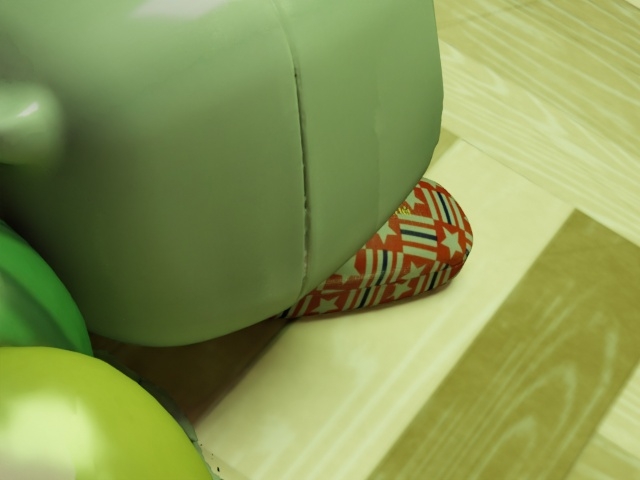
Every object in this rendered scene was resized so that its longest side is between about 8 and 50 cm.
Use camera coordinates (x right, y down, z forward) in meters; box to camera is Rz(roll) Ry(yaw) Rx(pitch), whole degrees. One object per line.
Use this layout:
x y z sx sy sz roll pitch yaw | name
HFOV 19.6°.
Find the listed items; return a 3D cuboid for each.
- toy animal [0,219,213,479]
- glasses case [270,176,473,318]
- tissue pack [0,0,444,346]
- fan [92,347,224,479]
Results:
-0.139 0.107 0.704 0.216 0.191 0.338 -19 57 -32 | toy animal
0.000 0.000 1.000 0.194 0.049 0.073 -8 49 -32 | glasses case
-0.124 -0.100 0.887 0.236 0.229 0.333 -35 50 -30 | tissue pack
-0.063 0.139 0.846 0.310 0.010 0.182 22 43 2 | fan
